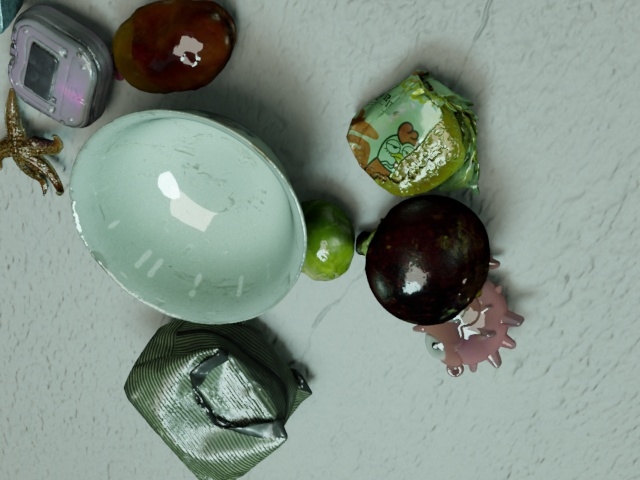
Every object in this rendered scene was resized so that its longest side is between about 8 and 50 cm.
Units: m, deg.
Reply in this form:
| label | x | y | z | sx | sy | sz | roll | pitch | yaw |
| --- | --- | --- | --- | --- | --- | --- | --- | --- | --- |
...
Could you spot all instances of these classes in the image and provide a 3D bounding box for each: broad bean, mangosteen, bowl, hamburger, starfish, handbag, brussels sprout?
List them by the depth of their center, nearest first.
| label | x | y | z | sx | sy | sz | roll | pitch | yaw |
| --- | --- | --- | --- | --- | --- | --- | --- | --- | --- |
| hamburger | 0.173 | -0.155 | 1.715 | 0.214 | 0.125 | 0.235 | -25 | 100 | 41 |
| broad bean | -0.248 | -0.325 | 1.730 | 0.228 | 0.122 | 0.156 | -10 | 125 | 18 |
| mangosteen | 0.156 | 0.025 | 1.794 | 0.289 | 0.231 | 0.231 | 19 | 134 | 42 |
| bowl | -0.208 | -0.079 | 1.839 | 0.434 | 0.196 | 0.435 | 8 | 125 | 12 |
| brussels sprout | 0.004 | -0.002 | 1.880 | 0.155 | 0.117 | 0.155 | 34 | 152 | 21 |
| starfish | -0.564 | -0.176 | 1.957 | 0.213 | 0.057 | 0.238 | 5 | 129 | 32 |
| handbag | -0.192 | 0.303 | 2.073 | 0.240 | 0.247 | 0.341 | -30 | 105 | 30 |

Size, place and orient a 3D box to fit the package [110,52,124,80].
| label | x | y | z | sx | sy | sz | roll | pitch | yaw |
| --- | --- | --- | --- | --- | --- | --- | --- | --- | --- |
| package | -0.391 | -0.316 | 1.838 | 0.083 | 0.029 | 0.059 | 13 | 131 | 15 |

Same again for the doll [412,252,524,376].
| label | x | y | z | sx | sy | sz | roll | pitch | yaw |
| --- | --- | --- | --- | --- | --- | --- | --- | --- | --- |
| doll | 0.269 | 0.135 | 1.906 | 0.211 | 0.093 | 0.262 | 23 | 116 | 15 |

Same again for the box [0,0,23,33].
| label | x | y | z | sx | sy | sz | roll | pitch | yaw |
| --- | --- | --- | --- | --- | --- | --- | --- | --- | --- |
| box | -0.576 | -0.459 | 1.718 | 0.130 | 0.162 | 0.227 | 7 | 127 | -1 |

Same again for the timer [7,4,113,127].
| label | x | y | z | sx | sy | sz | roll | pitch | yaw |
| --- | --- | --- | --- | --- | --- | --- | --- | --- | --- |
| timer | -0.463 | -0.302 | 1.825 | 0.190 | 0.069 | 0.208 | 31 | 137 | 6 |
